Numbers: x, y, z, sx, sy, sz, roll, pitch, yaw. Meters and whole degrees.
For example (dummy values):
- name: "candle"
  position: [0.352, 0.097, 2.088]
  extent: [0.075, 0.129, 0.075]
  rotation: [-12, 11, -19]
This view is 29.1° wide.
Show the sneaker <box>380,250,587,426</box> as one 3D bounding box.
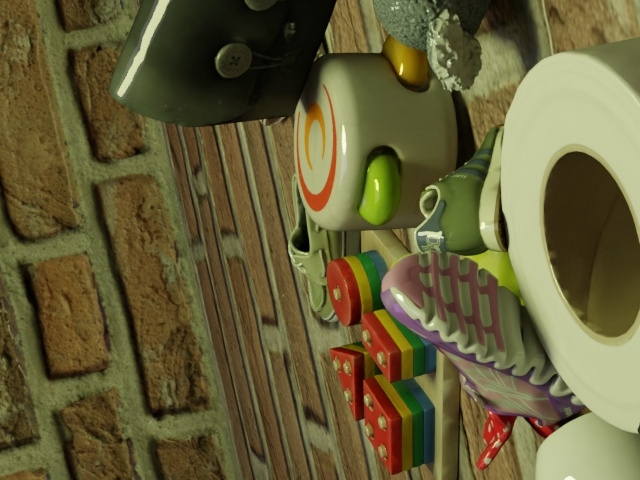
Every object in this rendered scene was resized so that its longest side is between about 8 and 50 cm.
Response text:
- name: "sneaker"
  position: [0.144, 0.095, 1.048]
  extent: [0.104, 0.236, 0.095]
  rotation: [-46, 25, 42]

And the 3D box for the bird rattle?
- name: "bird rattle"
  position: [0.175, 0.082, 1.196]
  extent: [0.253, 0.143, 0.207]
  rotation: [56, -160, -31]

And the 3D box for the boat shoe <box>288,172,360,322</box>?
- name: "boat shoe"
  position: [0.000, 0.000, 1.726]
  extent: [0.109, 0.094, 0.302]
  rotation: [-119, 22, -44]

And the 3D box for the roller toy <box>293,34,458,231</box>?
- name: "roller toy"
  position: [0.062, -0.109, 1.339]
  extent: [0.191, 0.146, 0.209]
  rotation: [149, 117, -70]

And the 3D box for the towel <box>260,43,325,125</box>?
- name: "towel"
  position: [-0.084, -0.362, 1.810]
  extent: [0.317, 0.053, 0.332]
  rotation: [150, 106, -72]

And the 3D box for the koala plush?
- name: "koala plush"
  position: [0.091, -0.257, 1.093]
  extent: [0.221, 0.203, 0.196]
  rotation: [77, 170, -46]

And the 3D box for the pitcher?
- name: "pitcher"
  position: [0.234, 0.242, 0.971]
  extent: [0.125, 0.177, 0.207]
  rotation: [-57, 45, 40]

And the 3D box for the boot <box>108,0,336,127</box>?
- name: "boot"
  position: [-0.113, -0.315, 1.144]
  extent: [0.445, 0.367, 0.146]
  rotation: [-60, 39, 35]

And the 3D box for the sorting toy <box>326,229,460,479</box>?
- name: "sorting toy"
  position: [0.082, 0.143, 1.569]
  extent: [0.255, 0.089, 0.257]
  rotation: [-126, 27, -54]

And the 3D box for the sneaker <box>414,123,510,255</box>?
- name: "sneaker"
  position: [0.130, -0.046, 1.107]
  extent: [0.192, 0.086, 0.064]
  rotation: [-68, -37, -56]

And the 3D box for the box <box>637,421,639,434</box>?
- name: "box"
  position: [0.296, 0.056, 0.641]
  extent: [0.247, 0.163, 0.142]
  rotation: [94, 153, -46]

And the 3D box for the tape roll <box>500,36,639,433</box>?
- name: "tape roll"
  position: [0.239, -0.005, 0.903]
  extent: [0.286, 0.100, 0.286]
  rotation: [168, 90, -74]
